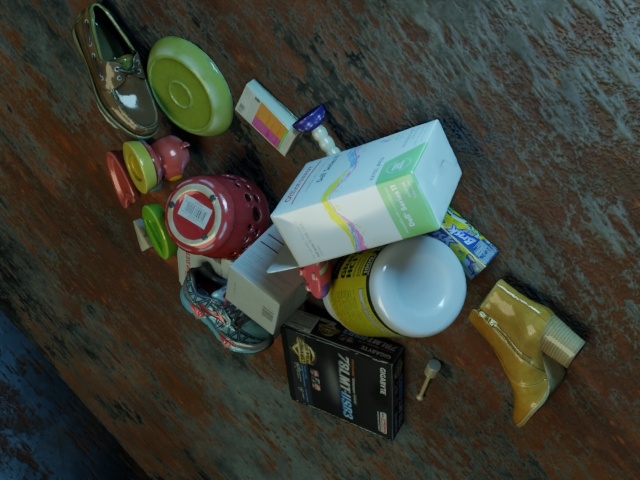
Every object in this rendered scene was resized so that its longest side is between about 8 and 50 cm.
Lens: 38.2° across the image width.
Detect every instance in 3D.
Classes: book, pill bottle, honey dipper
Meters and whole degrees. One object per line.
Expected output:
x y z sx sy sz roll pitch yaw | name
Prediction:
-0.105 -0.245 1.870 0.144 0.035 0.096 44 148 3 | book
0.125 0.094 1.797 0.188 0.188 0.334 52 160 -9 | pill bottle
0.237 0.319 2.076 0.030 0.030 0.161 35 145 16 | honey dipper

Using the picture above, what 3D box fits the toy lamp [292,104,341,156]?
0.050 -0.129 1.786 0.275 0.080 0.080 53 144 -11 | toy lamp

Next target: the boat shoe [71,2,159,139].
-0.438 -0.363 1.988 0.307 0.111 0.104 57 144 1 | boat shoe

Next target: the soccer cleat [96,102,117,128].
-0.495 -0.343 2.141 0.076 0.068 0.196 28 144 29 | soccer cleat

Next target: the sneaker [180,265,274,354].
-0.215 0.156 2.100 0.262 0.104 0.125 34 141 14 | sneaker

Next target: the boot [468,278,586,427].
0.373 0.216 1.792 0.211 0.104 0.295 37 139 21 | boot

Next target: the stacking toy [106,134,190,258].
-0.372 -0.112 2.152 0.309 0.130 0.279 6 117 64 | stacking toy

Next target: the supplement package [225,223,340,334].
-0.066 0.049 1.926 0.134 0.244 0.139 37 149 14 | supplement package

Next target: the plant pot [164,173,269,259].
-0.231 -0.050 2.000 0.191 0.174 0.191 1 93 25 | plant pot

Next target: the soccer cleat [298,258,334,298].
0.000 0.000 1.842 0.083 0.095 0.248 114 149 -53 | soccer cleat

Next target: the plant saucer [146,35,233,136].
-0.290 -0.319 1.979 0.241 0.037 0.241 28 141 25 | plant saucer

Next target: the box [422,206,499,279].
0.245 -0.010 1.725 0.169 0.054 0.059 43 144 5 | box

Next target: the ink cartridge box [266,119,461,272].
0.053 -0.074 1.639 0.353 0.207 0.119 -16 115 29 | ink cartridge box

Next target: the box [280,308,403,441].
0.055 0.320 2.203 0.293 0.073 0.295 20 138 23 | box

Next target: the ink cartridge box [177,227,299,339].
-0.192 0.077 2.193 0.289 0.121 0.211 31 142 19 | ink cartridge box
